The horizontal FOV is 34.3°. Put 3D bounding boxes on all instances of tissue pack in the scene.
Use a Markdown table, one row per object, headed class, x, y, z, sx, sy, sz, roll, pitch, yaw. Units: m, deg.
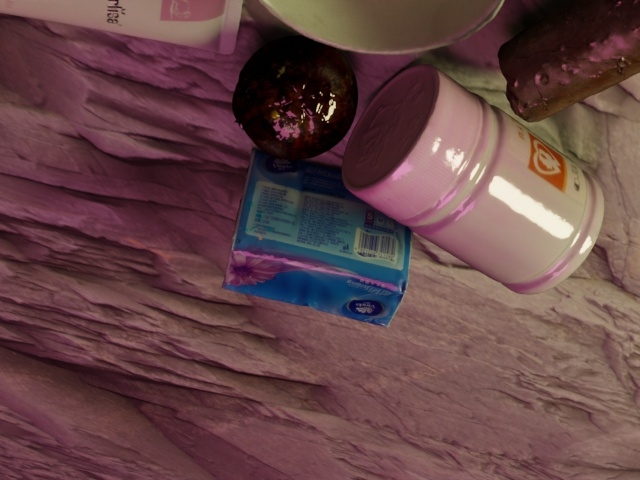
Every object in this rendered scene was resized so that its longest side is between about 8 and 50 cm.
| class | x | y | z | sx | sy | sz | roll | pitch | yaw |
| --- | --- | --- | --- | --- | --- | --- | --- | --- | --- |
| tissue pack | 0.000 | 0.000 | 1.564 | 0.263 | 0.198 | 0.146 | 13 | 142 | -5 |

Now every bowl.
| class | x | y | z | sx | sy | sz | roll | pitch | yaw |
| --- | --- | --- | --- | --- | --- | --- | --- | --- | --- |
| bowl | 0.060 | -0.356 | 1.090 | 0.307 | 0.163 | 0.307 | 8 | 148 | 5 |

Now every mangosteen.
| class | x | y | z | sx | sy | sz | roll | pitch | yaw |
| --- | --- | --- | --- | --- | --- | --- | --- | --- | --- |
| mangosteen | -0.029 | -0.186 | 1.371 | 0.172 | 0.172 | 0.184 | 1 | 177 | 11 |

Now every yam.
| class | x | y | z | sx | sy | sz | roll | pitch | yaw |
| --- | --- | --- | --- | --- | --- | --- | --- | --- | --- |
| yam | 0.342 | -0.245 | 1.223 | 0.131 | 0.131 | 0.279 | 35 | 138 | -31 |

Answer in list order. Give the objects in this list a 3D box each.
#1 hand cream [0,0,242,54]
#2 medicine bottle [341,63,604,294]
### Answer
| class | x | y | z | sx | sy | sz | roll | pitch | yaw |
| --- | --- | --- | --- | --- | --- | --- | --- | --- | --- |
| hand cream | -0.272 | -0.320 | 1.279 | 0.358 | 0.118 | 0.185 | 8 | 141 | -8 |
| medicine bottle | 0.209 | -0.079 | 1.408 | 0.316 | 0.202 | 0.202 | 30 | 139 | -26 |
